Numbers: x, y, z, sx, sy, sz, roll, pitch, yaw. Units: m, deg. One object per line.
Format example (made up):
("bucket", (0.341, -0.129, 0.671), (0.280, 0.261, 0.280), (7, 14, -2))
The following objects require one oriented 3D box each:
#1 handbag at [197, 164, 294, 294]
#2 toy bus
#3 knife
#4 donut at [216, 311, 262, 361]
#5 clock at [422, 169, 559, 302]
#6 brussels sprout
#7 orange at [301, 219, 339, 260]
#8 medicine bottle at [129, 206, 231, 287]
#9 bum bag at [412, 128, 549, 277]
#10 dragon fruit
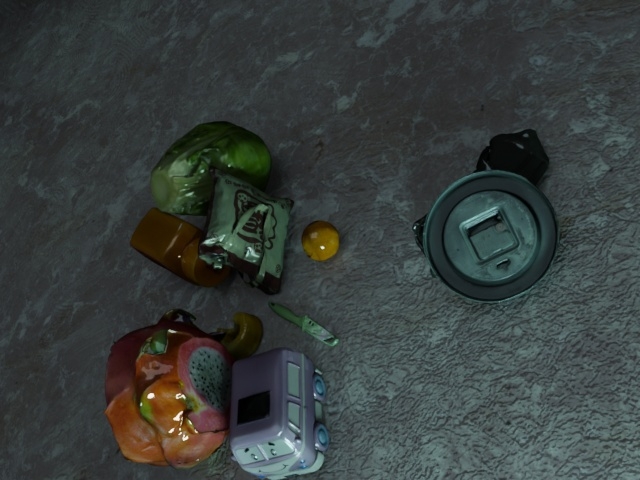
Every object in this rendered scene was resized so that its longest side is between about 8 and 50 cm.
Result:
("handbag", (-0.158, -0.026, 1.505), (0.127, 0.213, 0.235), (-26, 46, 44))
("toy bus", (-0.077, 0.303, 1.256), (0.142, 0.142, 0.203), (-20, 51, 23))
("knife", (-0.037, 0.160, 1.419), (0.207, 0.014, 0.030), (26, 78, 42))
("donut", (-0.171, 0.197, 1.471), (0.108, 0.043, 0.097), (-46, 44, 7))
("clock", (0.287, -0.005, 1.215), (0.226, 0.049, 0.226), (-3, 80, 20))
("brussels sprout", (-0.252, -0.155, 1.632), (0.271, 0.210, 0.219), (-23, 42, -31))
("orange", (0.000, 0.001, 1.455), (0.083, 0.083, 0.084), (-19, 51, 25))
("medicine bottle", (-0.304, 0.023, 1.609), (0.222, 0.149, 0.112), (22, 76, 43))
("bum bag", (0.285, -0.075, 1.298), (0.142, 0.080, 0.326), (36, 85, 35))
("dragon fruit", (-0.251, 0.268, 1.316), (0.189, 0.290, 0.291), (-23, 49, 21))
